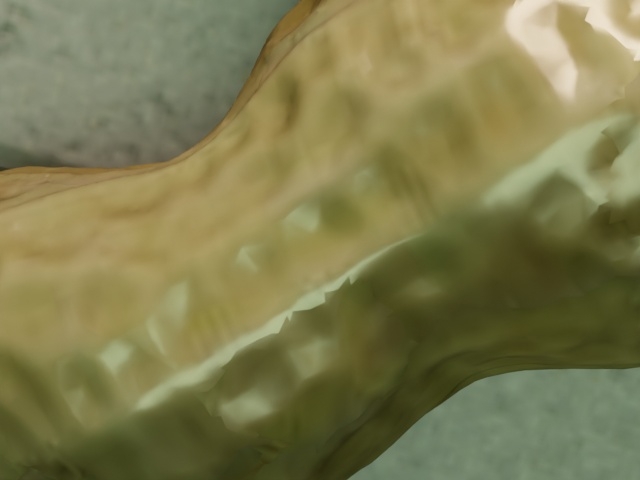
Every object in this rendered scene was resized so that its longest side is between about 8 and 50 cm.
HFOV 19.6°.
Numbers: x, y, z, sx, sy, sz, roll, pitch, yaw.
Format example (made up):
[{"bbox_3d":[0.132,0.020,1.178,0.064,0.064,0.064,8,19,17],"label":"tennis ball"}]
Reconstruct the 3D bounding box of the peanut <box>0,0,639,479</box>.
[{"bbox_3d":[0.000,0.000,0.517,0.298,0.120,0.136,-23,74,9],"label":"peanut"}]
